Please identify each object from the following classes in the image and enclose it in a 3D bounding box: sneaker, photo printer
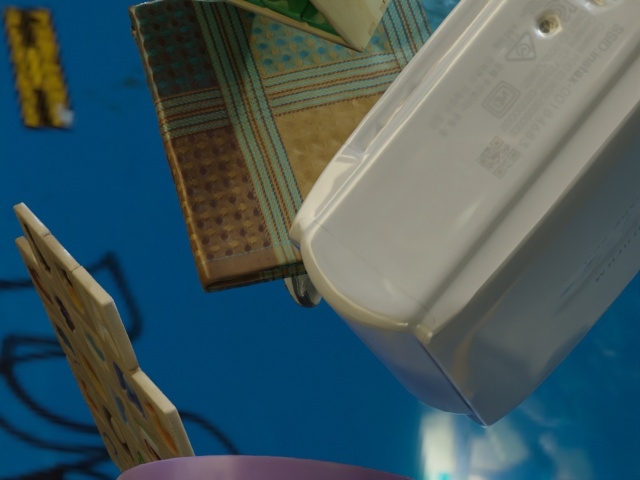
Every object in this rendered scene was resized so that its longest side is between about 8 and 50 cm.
[{"bbox_3d":[0.000,0.000,1.605,0.058,0.052,0.135,11,-71,26],"label":"sneaker"},{"bbox_3d":[0.117,-0.028,0.931,0.107,0.307,0.256,38,-95,19],"label":"photo printer"}]

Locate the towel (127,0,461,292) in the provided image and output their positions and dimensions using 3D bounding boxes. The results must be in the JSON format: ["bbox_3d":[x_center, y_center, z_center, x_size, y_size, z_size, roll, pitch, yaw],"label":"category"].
[{"bbox_3d":[0.051,-0.113,1.435,0.040,0.370,0.271,100,-24,-65],"label":"towel"}]

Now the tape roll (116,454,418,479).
[{"bbox_3d":[-0.016,0.171,0.883,0.189,0.189,0.080,-32,-133,57],"label":"tape roll"}]

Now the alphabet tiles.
[{"bbox_3d":[-0.132,0.143,1.273,0.285,0.011,0.343,40,-27,53],"label":"alphabet tiles"}]

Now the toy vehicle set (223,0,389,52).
[{"bbox_3d":[-0.105,-0.186,0.897,0.266,0.166,0.035,24,-98,30],"label":"toy vehicle set"}]
